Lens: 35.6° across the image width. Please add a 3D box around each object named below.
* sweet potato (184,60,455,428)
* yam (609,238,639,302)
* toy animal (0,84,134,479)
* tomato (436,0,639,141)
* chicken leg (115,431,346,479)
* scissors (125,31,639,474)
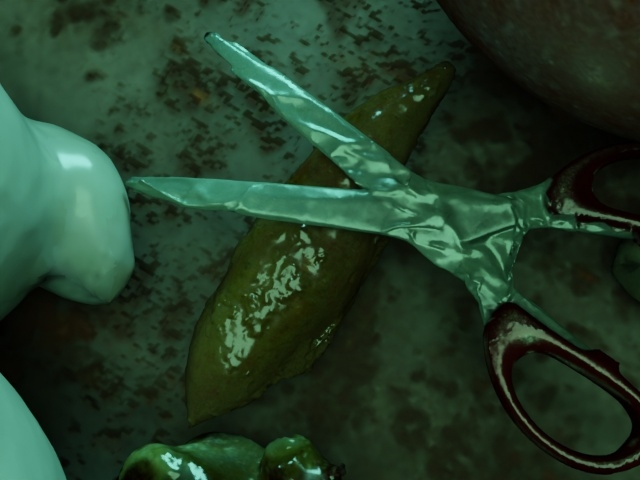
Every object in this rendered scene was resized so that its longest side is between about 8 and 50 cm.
[{"bbox_3d":[0.000,0.000,0.462,0.068,0.060,0.205,33,89,-31],"label":"sweet potato"},{"bbox_3d":[0.257,-0.074,0.460,0.300,0.066,0.066,-41,83,-2],"label":"yam"},{"bbox_3d":[-0.149,0.083,0.352,0.241,0.196,0.367,-3,57,-36],"label":"toy animal"},{"bbox_3d":[0.163,-0.153,0.378,0.270,0.270,0.227,-31,117,-2],"label":"tomato"},{"bbox_3d":[0.022,0.258,0.383,0.212,0.140,0.360,-4,86,10],"label":"chicken leg"},{"bbox_3d":[0.043,-0.012,0.426,0.248,0.017,0.144,23,78,9],"label":"scissors"}]
